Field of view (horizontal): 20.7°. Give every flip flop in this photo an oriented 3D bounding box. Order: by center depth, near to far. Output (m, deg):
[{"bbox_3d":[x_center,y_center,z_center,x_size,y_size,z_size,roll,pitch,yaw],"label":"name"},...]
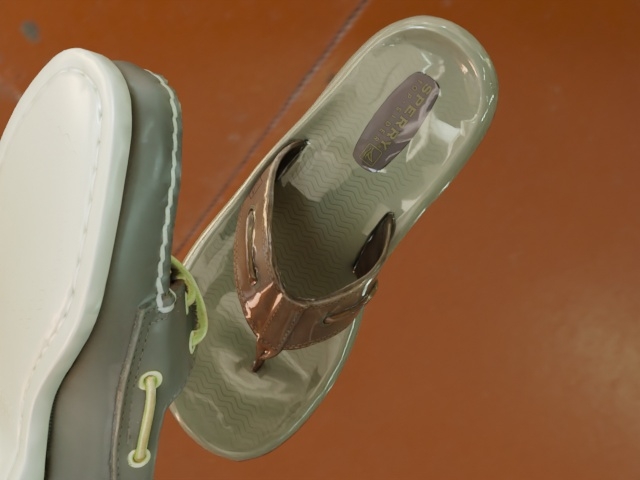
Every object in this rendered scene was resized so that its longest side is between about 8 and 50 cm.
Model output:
[{"bbox_3d":[0.000,0.000,0.962,0.112,0.080,0.277,36,102,-1],"label":"flip flop"}]

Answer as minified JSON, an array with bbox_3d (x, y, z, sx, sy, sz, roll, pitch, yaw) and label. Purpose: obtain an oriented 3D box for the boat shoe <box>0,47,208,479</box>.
[{"bbox_3d":[-0.109,0.048,0.829,0.091,0.305,0.109,-3,34,-32],"label":"boat shoe"}]
